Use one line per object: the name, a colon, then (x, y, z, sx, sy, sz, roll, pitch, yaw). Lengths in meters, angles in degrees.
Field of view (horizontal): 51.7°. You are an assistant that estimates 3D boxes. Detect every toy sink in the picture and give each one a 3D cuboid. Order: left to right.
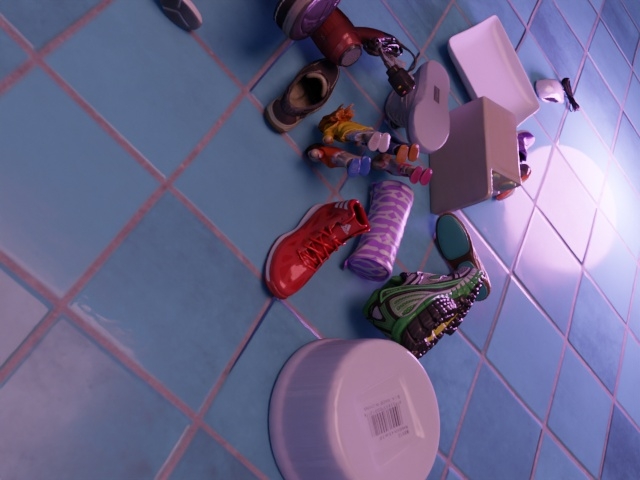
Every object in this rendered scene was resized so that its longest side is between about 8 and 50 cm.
toy sink: (0.336, -0.164, 1.436, 0.131, 0.153, 0.234, 18, 64, -37)

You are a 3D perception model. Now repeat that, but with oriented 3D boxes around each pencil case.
pencil case: (0.114, -0.023, 1.241, 0.088, 0.086, 0.206, 19, 56, 2)

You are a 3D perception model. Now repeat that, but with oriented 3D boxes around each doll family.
doll family: (0.089, -0.183, 1.225, 0.263, 0.163, 0.118, 4, 106, -41)

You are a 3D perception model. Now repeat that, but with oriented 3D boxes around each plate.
plate: (0.434, -0.410, 1.675, 0.277, 0.045, 0.278, -37, 102, -41)

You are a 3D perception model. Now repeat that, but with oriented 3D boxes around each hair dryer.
hair dryer: (0.062, -0.392, 1.297, 0.293, 0.080, 0.223, 35, 28, -14)

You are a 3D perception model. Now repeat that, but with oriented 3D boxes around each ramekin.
ramekin: (0.066, 0.287, 1.061, 0.277, 0.135, 0.277, 15, 66, -38)

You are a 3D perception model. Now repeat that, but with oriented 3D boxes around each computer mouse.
computer mouse: (0.687, -0.429, 1.908, 0.193, 0.042, 0.106, -5, 81, -43)

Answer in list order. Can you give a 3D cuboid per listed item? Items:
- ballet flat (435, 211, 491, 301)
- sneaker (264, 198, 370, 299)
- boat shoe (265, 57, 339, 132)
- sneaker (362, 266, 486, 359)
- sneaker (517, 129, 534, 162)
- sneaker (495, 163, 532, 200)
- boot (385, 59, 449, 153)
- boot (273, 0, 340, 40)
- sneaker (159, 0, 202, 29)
ballet flat: (0.302, 0.032, 1.413, 0.206, 0.073, 0.067, 67, 19, -7)
sneaker: (0.000, 0.000, 1.098, 0.087, 0.128, 0.221, 46, 51, -21)
boat shoe: (-0.015, -0.276, 1.210, 0.080, 0.073, 0.223, 51, 49, -14)
sneaker: (0.204, 0.100, 1.247, 0.146, 0.134, 0.343, 35, 23, 23)
sneaker: (0.486, -0.217, 1.631, 0.170, 0.071, 0.068, -35, 137, -37)
sneaker: (0.463, -0.160, 1.612, 0.065, 0.061, 0.158, 53, 48, -7)
boot: (0.190, -0.249, 1.344, 0.095, 0.123, 0.258, 37, 47, -22)
boot: (-0.067, -0.531, 1.152, 0.284, 0.138, 0.377, 32, 56, -5)
sneaker: (-0.243, -0.410, 1.066, 0.152, 0.054, 0.061, 45, 49, -21)
